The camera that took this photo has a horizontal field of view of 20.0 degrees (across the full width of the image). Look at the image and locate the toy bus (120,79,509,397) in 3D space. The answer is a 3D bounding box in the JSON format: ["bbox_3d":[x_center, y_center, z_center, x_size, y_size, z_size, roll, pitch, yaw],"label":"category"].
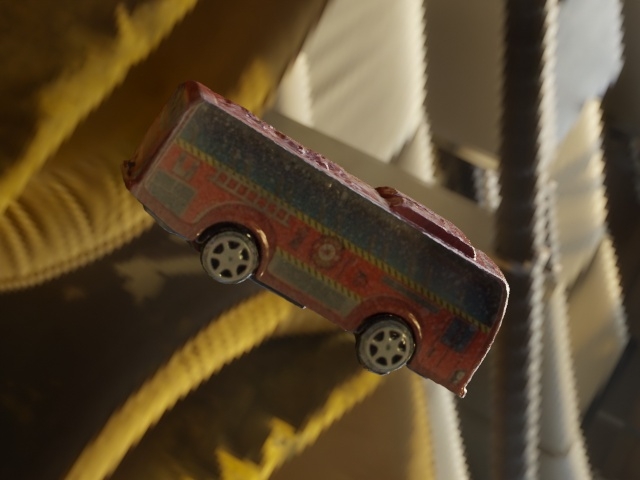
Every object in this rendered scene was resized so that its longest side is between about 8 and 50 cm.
[{"bbox_3d":[0.000,0.000,0.849,0.077,0.192,0.065,-57,-163,9],"label":"toy bus"}]
